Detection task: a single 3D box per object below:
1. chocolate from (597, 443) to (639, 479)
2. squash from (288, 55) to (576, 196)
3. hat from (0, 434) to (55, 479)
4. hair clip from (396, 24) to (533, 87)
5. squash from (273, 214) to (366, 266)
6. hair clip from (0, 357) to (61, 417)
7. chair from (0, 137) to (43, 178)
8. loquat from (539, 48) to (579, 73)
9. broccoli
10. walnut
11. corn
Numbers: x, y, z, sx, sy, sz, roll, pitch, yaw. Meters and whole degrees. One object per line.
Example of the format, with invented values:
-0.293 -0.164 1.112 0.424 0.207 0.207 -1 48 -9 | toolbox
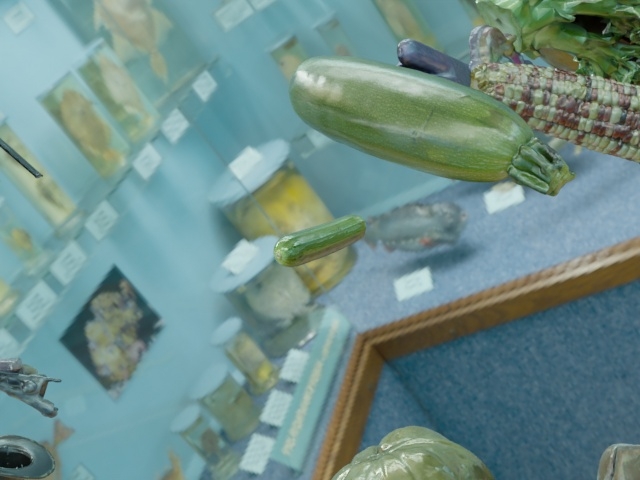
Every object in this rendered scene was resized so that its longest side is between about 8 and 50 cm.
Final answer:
0.634 0.457 1.739 0.100 0.303 0.185 162 109 -68 | chocolate
0.059 -0.086 0.649 0.066 0.066 0.252 -45 42 -19 | squash
-0.416 0.306 1.254 0.121 0.121 0.050 -133 58 -67 | hat
0.163 -0.166 1.033 0.278 0.137 0.090 -7 -8 -34 | hair clip
0.000 0.000 1.784 0.228 0.066 0.066 -20 7 -41 | squash
-0.380 0.153 1.058 0.146 0.187 0.056 87 -165 -78 | hair clip
-0.386 -0.081 0.764 0.159 0.247 0.172 -46 4 0 | chair
0.406 -0.345 1.447 0.179 0.227 0.179 -30 50 45 | loquat
0.336 -0.320 1.173 0.275 0.308 0.308 -36 22 -10 | broccoli
0.138 0.419 1.360 0.253 0.277 0.282 -25 13 -23 | walnut
0.264 -0.130 0.953 0.079 0.237 0.080 -168 90 -87 | corn
